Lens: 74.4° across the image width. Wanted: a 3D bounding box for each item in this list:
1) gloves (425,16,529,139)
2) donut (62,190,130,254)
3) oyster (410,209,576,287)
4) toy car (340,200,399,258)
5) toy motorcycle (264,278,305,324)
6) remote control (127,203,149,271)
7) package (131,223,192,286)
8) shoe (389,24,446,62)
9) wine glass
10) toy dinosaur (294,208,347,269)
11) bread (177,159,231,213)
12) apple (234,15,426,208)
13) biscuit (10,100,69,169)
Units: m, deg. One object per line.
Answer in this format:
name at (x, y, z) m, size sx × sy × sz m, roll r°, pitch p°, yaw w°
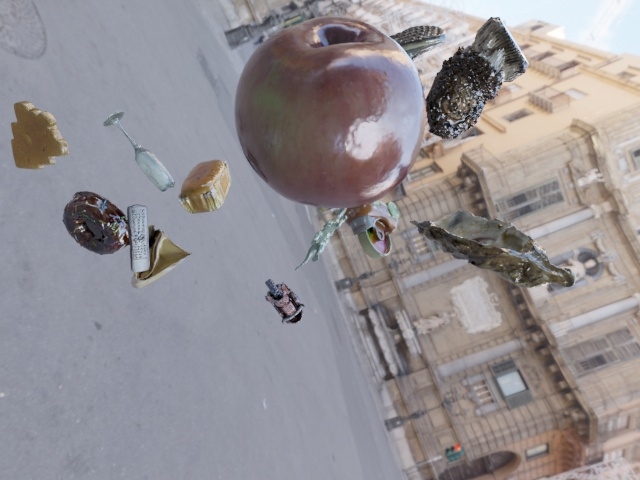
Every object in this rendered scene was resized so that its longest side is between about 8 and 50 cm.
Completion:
gloves at (0.403, -0.419, 1.144) m, size 0.210 × 0.312 × 0.135 m, roll 32°, pitch 23°, yaw -47°
donut at (-0.730, -0.046, 1.374) m, size 0.235 × 0.234 × 0.089 m, roll 66°, pitch 30°, yaw -30°
oyster at (0.321, 0.009, 0.916) m, size 0.396 × 0.204 × 0.111 m, roll -136°, pitch -131°, yaw -64°
toy car at (0.186, -0.043, 1.526) m, size 0.235 × 0.145 × 0.235 m, roll 29°, pitch 46°, yaw -36°
toy motorcycle at (-0.104, 0.180, 1.229) m, size 0.118 × 0.084 × 0.212 m, roll 51°, pitch -7°, yaw 20°
remote control at (-0.555, -0.005, 1.289) m, size 0.028 × 0.059 × 0.212 m, roll 27°, pitch -63°, yaw 53°
package at (-0.647, 0.059, 1.619) m, size 0.165 × 0.221 × 0.311 m, roll 58°, pitch -26°, yaw -3°
shoe at (0.276, -0.630, 1.491) m, size 0.132 × 0.336 × 0.171 m, roll -74°, pitch 150°, yaw -43°
wine glass at (-0.527, -0.254, 1.249) m, size 0.262 × 0.074 × 0.074 m, roll 53°, pitch 7°, yaw -9°
toy dinosaur at (0.000, 0.000, 1.349) m, size 0.053 × 0.242 × 0.167 m, roll 35°, pitch 29°, yaw -3°
bread at (-0.396, -0.194, 1.465) m, size 0.241 × 0.136 × 0.107 m, roll -87°, pitch 167°, yaw -55°
apple at (0.011, -0.192, 0.628) m, size 0.306 × 0.305 × 0.235 m, roll -107°, pitch -168°, yaw -45°
biscuit at (-0.901, -0.312, 1.335) m, size 0.212 × 0.238 × 0.041 m, roll 48°, pitch 27°, yaw -6°
